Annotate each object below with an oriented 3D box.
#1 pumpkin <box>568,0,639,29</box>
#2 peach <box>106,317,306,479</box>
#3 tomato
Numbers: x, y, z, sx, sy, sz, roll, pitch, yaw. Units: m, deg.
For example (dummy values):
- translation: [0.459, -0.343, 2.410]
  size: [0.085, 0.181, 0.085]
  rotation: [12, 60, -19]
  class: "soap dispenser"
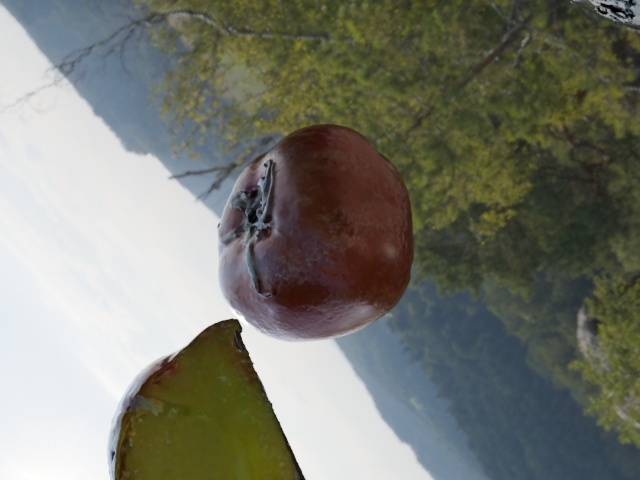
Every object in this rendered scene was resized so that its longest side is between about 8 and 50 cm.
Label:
- translation: [0.237, -0.252, 0.396]
  size: [0.320, 0.320, 0.192]
  rotation: [47, -173, 37]
  class: "pumpkin"
- translation: [-0.073, 0.221, 0.608]
  size: [0.267, 0.159, 0.154]
  rotation: [61, 174, 16]
  class: "peach"
- translation: [-0.002, 0.002, 0.794]
  size: [0.189, 0.232, 0.232]
  rotation: [21, -168, -27]
  class: "tomato"
